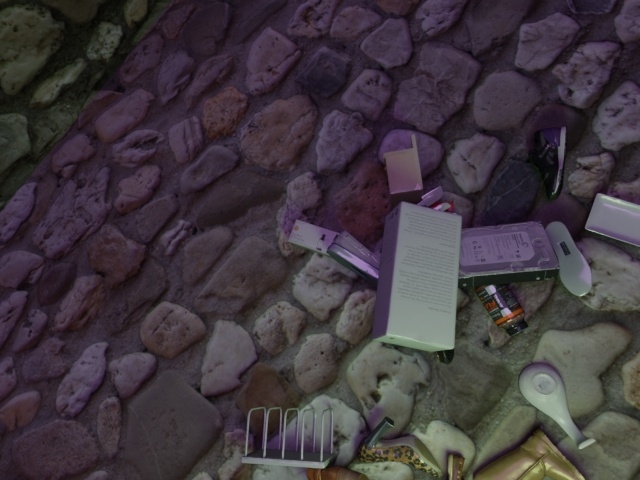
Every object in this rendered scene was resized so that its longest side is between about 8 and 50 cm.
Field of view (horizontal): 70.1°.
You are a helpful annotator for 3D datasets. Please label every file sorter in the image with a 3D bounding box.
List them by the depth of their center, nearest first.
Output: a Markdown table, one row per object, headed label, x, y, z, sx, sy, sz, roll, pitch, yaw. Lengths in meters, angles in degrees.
| label | x | y | z | sx | sy | sz | roll | pitch | yaw |
| --- | --- | --- | --- | --- | --- | --- | --- | --- | --- |
| file sorter | -0.102 | 0.668 | 1.573 | 0.278 | 0.193 | 0.173 | -3 | 72 | 12 |

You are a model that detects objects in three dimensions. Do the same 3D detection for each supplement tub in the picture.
| label | x | y | z | sx | sy | sz | roll | pitch | yaw |
| --- | --- | --- | --- | --- | --- | --- | --- | --- | --- |
| supplement tub | 0.627 | 0.226 | 1.569 | 0.106 | 0.106 | 0.197 | -30 | 70 | 4 |

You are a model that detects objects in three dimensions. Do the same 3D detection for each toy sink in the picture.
| label | x | y | z | sx | sy | sz | roll | pitch | yaw |
| --- | --- | --- | --- | --- | --- | --- | --- | --- | --- |
| toy sink | 0.314 | -0.268 | 1.750 | 0.131 | 0.153 | 0.234 | -8 | 75 | 11 |

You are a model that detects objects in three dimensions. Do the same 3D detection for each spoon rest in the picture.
| label | x | y | z | sx | sy | sz | roll | pitch | yaw |
| --- | --- | --- | --- | --- | --- | --- | --- | --- | --- |
| spoon rest | 0.761 | 0.533 | 1.481 | 0.137 | 0.084 | 0.276 | -29 | 58 | 3 |

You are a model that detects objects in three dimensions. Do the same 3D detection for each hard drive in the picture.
| label | x | y | z | sx | sy | sz | roll | pitch | yaw |
| --- | --- | --- | --- | --- | --- | --- | --- | --- | --- |
| hard drive | 0.617 | 0.045 | 1.587 | 0.339 | 0.064 | 0.236 | -5 | 44 | 11 |

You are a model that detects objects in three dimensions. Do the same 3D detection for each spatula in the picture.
| label | x | y | z | sx | sy | sz | roll | pitch | yaw |
| --- | --- | --- | --- | --- | --- | --- | --- | --- | --- |
| spatula | 0.386 | -0.073 | 1.715 | 0.242 | 0.019 | 0.168 | -32 | 106 | 3 |

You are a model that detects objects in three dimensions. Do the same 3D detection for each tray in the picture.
| label | x | y | z | sx | sy | sz | roll | pitch | yaw |
| --- | --- | --- | --- | --- | --- | --- | --- | --- | --- |
| tray | 1.076 | -0.055 | 1.582 | 0.270 | 0.030 | 0.145 | 22 | 80 | 17 |

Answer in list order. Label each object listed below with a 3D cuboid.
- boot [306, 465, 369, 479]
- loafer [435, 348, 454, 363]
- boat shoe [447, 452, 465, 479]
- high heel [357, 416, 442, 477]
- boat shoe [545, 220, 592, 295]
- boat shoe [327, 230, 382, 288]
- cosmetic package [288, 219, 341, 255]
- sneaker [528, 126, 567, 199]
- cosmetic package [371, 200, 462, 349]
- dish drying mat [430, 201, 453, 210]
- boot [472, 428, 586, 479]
| label | x | y | z | sx | sy | sz | roll | pitch | yaw |
| --- | --- | --- | --- | --- | --- | --- | --- | --- | --- |
| boot | 0.086 | 0.856 | 1.513 | 0.220 | 0.283 | 0.109 | -11 | 31 | 38 |
| loafer | 0.402 | 0.332 | 1.617 | 0.078 | 0.080 | 0.220 | -32 | 68 | 38 |
| boat shoe | 0.442 | 0.789 | 1.481 | 0.060 | 0.064 | 0.177 | 0 | 73 | 15 |
| high heel | 0.262 | 0.743 | 1.540 | 0.261 | 0.093 | 0.186 | 39 | 104 | 11 |
| boat shoe | 0.854 | 0.064 | 1.571 | 0.096 | 0.088 | 0.267 | -31 | 63 | 28 |
| boat shoe | 0.215 | 0.079 | 1.686 | 0.367 | 0.136 | 0.156 | 33 | 74 | 10 |
| cosmetic package | 0.000 | 0.000 | 1.797 | 0.239 | 0.060 | 0.098 | 18 | 79 | 16 |
| sneaker | 0.828 | -0.280 | 1.677 | 0.124 | 0.107 | 0.283 | 5 | 72 | 29 |
| cosmetic package | 0.324 | 0.122 | 1.529 | 0.230 | 0.161 | 0.453 | 13 | 70 | -9 |
| dish drying mat | 0.466 | -0.132 | 1.754 | 0.083 | 0.008 | 0.032 | 6 | 78 | 14 |
| boot | 0.662 | 0.765 | 1.430 | 0.269 | 0.089 | 0.236 | -40 | 58 | -1 |
